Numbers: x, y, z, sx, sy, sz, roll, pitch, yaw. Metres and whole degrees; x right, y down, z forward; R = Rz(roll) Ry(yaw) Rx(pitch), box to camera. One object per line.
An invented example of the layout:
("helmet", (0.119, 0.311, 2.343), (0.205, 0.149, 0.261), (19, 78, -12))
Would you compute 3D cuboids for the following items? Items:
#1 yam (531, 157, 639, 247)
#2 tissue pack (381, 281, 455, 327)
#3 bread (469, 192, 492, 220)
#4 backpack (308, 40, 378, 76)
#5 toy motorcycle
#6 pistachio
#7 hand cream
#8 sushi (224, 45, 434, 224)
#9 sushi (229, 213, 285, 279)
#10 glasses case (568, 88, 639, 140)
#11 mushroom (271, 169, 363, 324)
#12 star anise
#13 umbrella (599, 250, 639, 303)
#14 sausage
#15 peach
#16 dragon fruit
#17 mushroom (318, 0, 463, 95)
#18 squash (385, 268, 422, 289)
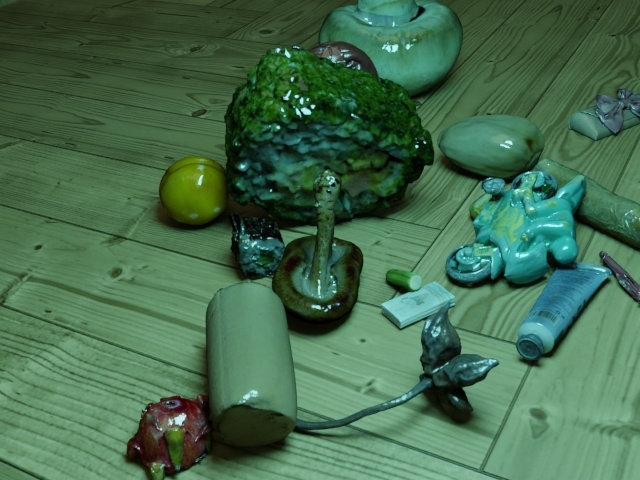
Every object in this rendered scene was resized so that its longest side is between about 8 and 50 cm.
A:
("yam", (0.512, -0.052, 1.425), (0.081, 0.081, 0.357), (-25, 39, -27))
("tissue pack", (0.155, 0.101, 1.285), (0.108, 0.023, 0.056), (-22, 35, -24))
("bread", (0.310, -0.061, 1.503), (0.049, 0.033, 0.088), (33, 52, 24))
("backpack", (0.030, -0.332, 1.785), (0.229, 0.229, 0.138), (-5, 37, 0))
("toy motorcycle", (0.349, -0.024, 1.365), (0.198, 0.109, 0.296), (12, 48, 35))
("pistachio", (0.338, -0.190, 1.610), (0.206, 0.131, 0.129), (15, -4, 28))
("hand cream", (0.367, 0.096, 1.240), (0.088, 0.055, 0.256), (8, 32, 34))
("sushi", (-0.002, -0.167, 1.459), (0.352, 0.294, 0.178), (11, 47, -23))
("sushi", (-0.108, 0.007, 1.397), (0.094, 0.098, 0.084), (-8, 36, -13))
("glasses case", (0.646, -0.279, 1.754), (0.194, 0.070, 0.102), (-21, 38, -23))
("mushroom", (0.000, 0.000, 1.279), (0.148, 0.217, 0.227), (3, 34, 0))
("star anise", (0.087, 0.184, 1.074), (0.228, 0.148, 0.218), (-12, -10, -30))
("umbrella", (0.489, 0.065, 1.293), (0.027, 0.025, 0.165), (11, 28, -22))
("sausage", (-0.098, 0.175, 1.120), (0.123, 0.123, 0.252), (-7, 34, -3))
("peach", (-0.241, -0.093, 1.541), (0.138, 0.138, 0.138), (-4, 33, 2))
("dragon fruit", (-0.200, 0.246, 1.076), (0.112, 0.068, 0.126), (22, 42, 39))
("mushroom", (0.171, -0.491, 1.970), (0.353, 0.260, 0.352), (-2, 28, 1))
("squash", (0.133, 0.062, 1.328), (0.028, 0.027, 0.083), (-23, 16, -25))
